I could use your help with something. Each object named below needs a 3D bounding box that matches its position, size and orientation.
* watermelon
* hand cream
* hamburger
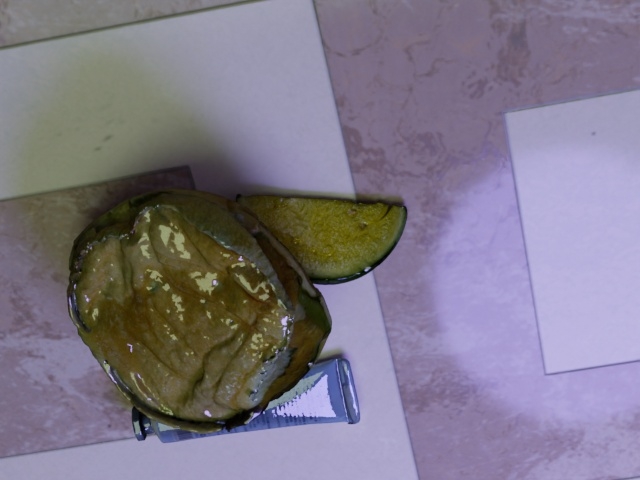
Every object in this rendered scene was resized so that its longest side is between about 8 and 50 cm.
[{"bbox_3d":[0.000,0.006,1.545,0.181,0.075,0.092,2,76,-1],"label":"watermelon"},{"bbox_3d":[-0.085,0.191,1.643,0.256,0.055,0.088,-9,112,4],"label":"hand cream"},{"bbox_3d":[-0.130,0.066,1.500,0.285,0.134,0.265,-28,102,34],"label":"hamburger"}]
